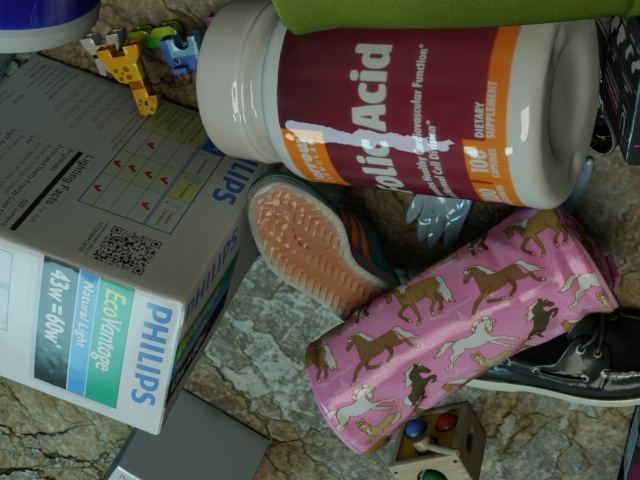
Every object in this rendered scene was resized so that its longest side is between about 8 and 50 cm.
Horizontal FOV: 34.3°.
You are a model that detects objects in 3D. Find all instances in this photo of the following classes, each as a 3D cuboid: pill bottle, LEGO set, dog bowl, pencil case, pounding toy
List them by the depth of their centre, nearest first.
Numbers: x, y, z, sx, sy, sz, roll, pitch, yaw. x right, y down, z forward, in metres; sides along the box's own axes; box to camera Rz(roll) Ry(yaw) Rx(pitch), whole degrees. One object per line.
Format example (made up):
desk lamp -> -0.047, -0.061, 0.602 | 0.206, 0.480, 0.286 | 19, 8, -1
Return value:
pill bottle -> 0.078, -0.164, 1.112 | 0.392, 0.224, 0.224 | 8, 127, 29
dog bowl -> -0.376, -0.315, 1.156 | 0.265, 0.265, 0.104 | 19, 125, 4
pencil case -> 0.169, 0.102, 1.250 | 0.386, 0.167, 0.160 | -34, 76, 14
LEGO set -> -0.195, -0.213, 1.281 | 0.227, 0.087, 0.093 | -4, 122, 22
pounding toy -> 0.169, 0.300, 1.485 | 0.130, 0.141, 0.100 | -18, 116, 27

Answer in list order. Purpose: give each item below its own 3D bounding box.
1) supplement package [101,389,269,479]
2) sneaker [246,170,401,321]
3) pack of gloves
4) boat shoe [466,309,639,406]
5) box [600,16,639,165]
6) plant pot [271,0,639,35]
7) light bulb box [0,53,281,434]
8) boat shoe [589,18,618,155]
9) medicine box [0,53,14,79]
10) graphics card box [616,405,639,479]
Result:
supplement package -> -0.247, 0.407, 1.655 | 0.199, 0.198, 0.263 | 32, 127, -5
sneaker -> 0.000, 0.000, 1.297 | 0.108, 0.121, 0.302 | -33, 132, 12
pack of gloves -> 0.216, -0.050, 1.288 | 0.195, 0.046, 0.232 | 19, 127, 3
boat shoe -> 0.318, 0.126, 1.327 | 0.340, 0.127, 0.113 | 3, 137, 27
box -> 0.425, -0.167, 1.044 | 0.247, 0.163, 0.142 | 2, 124, 2
plant pot -> 0.111, -0.328, 0.863 | 0.353, 0.366, 0.366 | -13, 120, 9
light bulb box -> -0.281, -0.010, 1.279 | 0.361, 0.358, 0.225 | 20, 129, 5
boat shoe -> 0.289, -0.186, 1.157 | 0.075, 0.065, 0.206 | -17, 117, 27
medicine box -> -0.591, -0.211, 1.370 | 0.263, 0.149, 0.289 | 35, 126, -8
graphics card box -> 0.532, 0.370, 1.449 | 0.232, 0.094, 0.371 | 10, 125, 11
